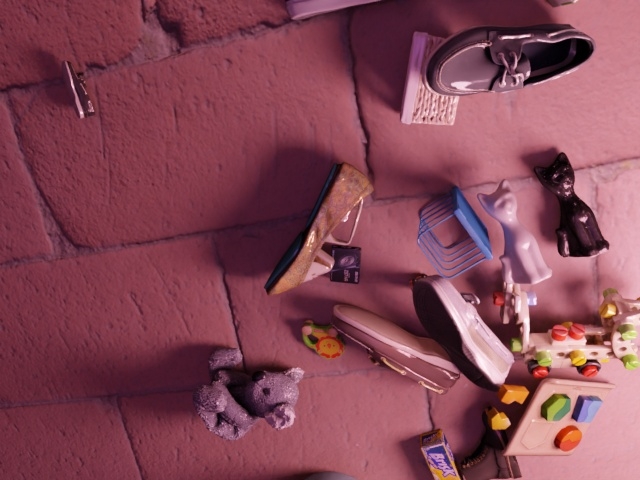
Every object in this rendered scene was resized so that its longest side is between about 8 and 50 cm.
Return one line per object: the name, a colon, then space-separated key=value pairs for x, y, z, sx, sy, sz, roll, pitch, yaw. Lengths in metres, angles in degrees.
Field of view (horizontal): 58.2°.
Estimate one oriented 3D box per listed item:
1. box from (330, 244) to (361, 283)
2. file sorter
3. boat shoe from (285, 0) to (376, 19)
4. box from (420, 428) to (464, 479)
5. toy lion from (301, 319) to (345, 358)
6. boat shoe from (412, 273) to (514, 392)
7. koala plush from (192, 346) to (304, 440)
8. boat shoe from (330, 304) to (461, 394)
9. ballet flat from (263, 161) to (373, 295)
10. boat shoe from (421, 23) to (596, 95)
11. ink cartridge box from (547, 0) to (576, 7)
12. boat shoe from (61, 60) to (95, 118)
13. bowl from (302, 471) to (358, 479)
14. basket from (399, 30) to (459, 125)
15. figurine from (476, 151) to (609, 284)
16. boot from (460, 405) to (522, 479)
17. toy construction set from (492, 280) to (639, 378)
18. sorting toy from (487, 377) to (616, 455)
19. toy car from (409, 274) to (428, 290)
box: x=0.057 y=0.055 z=1.294 sx=0.067 sy=0.018 sz=0.083 roll=6 pitch=109 yaw=8
file sorter: x=0.265 y=-0.015 z=1.156 sx=0.105 sy=0.170 sz=0.118 roll=-34 pitch=100 yaw=21
boat shoe: x=0.084 y=-0.497 z=1.050 sx=0.336 sy=0.121 sz=0.119 roll=-8 pitch=111 yaw=14
box: x=0.299 y=0.548 z=1.398 sx=0.059 sy=0.054 sz=0.168 roll=-21 pitch=104 yaw=15
toy lion: x=0.008 y=0.237 z=1.360 sx=0.100 sy=0.034 sz=0.096 roll=3 pitch=116 yaw=9
boat shoe: x=0.300 y=0.180 z=1.188 sx=0.103 sy=0.118 sz=0.320 roll=-47 pitch=112 yaw=-22
koala plush: x=-0.149 y=0.367 z=1.356 sx=0.222 sy=0.196 sz=0.203 roll=-11 pitch=118 yaw=13
boat shoe: x=0.163 y=0.246 z=1.292 sx=0.325 sy=0.116 sz=0.096 roll=24 pitch=108 yaw=-5
ballet flat: x=0.000 y=0.000 z=1.237 sx=0.123 sy=0.123 sz=0.348 roll=31 pitch=108 yaw=-1
boat shoe: x=0.333 y=-0.319 z=1.008 sx=0.320 sy=0.099 sz=0.116 roll=-15 pitch=118 yaw=-16
ink cartridge box: x=0.468 y=-0.508 z=0.960 sx=0.219 sy=0.160 sz=0.092 roll=-42 pitch=98 yaw=20
boat shoe: x=-0.529 y=-0.331 z=1.257 sx=0.046 sy=0.038 sz=0.125 roll=-3 pitch=107 yaw=55
bowl: x=0.026 y=0.708 z=1.442 sx=0.312 sy=0.163 sz=0.311 roll=3 pitch=109 yaw=8
basket: x=0.214 y=-0.306 z=1.097 sx=0.103 sy=0.113 sz=0.167 roll=8 pitch=109 yaw=5
figurine: x=0.434 y=-0.042 z=1.142 sx=0.215 sy=0.092 sz=0.209 roll=-24 pitch=95 yaw=-6
boot: x=0.379 y=0.495 z=1.354 sx=0.137 sy=0.077 sz=0.197 roll=-20 pitch=103 yaw=14
toy construction set: x=0.519 y=0.180 z=1.186 sx=0.328 sy=0.151 sz=0.214 roll=9 pitch=134 yaw=15
sorting toy: x=0.486 y=0.392 z=1.247 sx=0.308 sy=0.041 sz=0.228 roll=11 pitch=115 yaw=-26
toy car: x=0.237 y=0.131 z=1.271 sx=0.122 sy=0.060 sz=0.041 roll=53 pitch=140 yaw=-2
